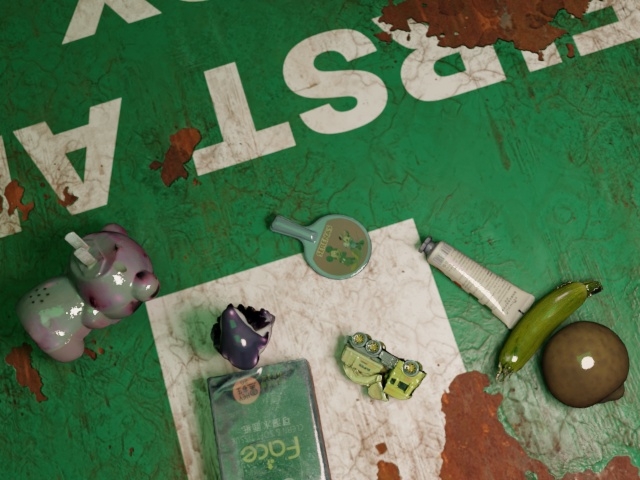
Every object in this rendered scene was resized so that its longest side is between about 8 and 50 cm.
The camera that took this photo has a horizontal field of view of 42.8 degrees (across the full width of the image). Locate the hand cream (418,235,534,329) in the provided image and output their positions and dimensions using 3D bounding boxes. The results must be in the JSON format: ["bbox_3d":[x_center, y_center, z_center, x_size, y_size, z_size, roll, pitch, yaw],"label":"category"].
[{"bbox_3d":[0.343,0.085,1.832,0.276,0.059,0.095,36,80,8],"label":"hand cream"}]

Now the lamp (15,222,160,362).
[{"bbox_3d":[-0.526,0.096,1.809,0.301,0.247,0.247,-36,50,-5],"label":"lamp"}]

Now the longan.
[{"bbox_3d":[0.561,0.268,1.713,0.204,0.159,0.185,38,92,-17],"label":"longan"}]

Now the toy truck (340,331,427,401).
[{"bbox_3d":[0.126,0.283,1.781,0.191,0.085,0.116,28,89,15],"label":"toy truck"}]

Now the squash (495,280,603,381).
[{"bbox_3d":[0.480,0.184,1.780,0.318,0.071,0.080,-42,67,-9],"label":"squash"}]

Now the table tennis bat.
[{"bbox_3d":[0.000,0.000,1.894,0.244,0.040,0.152,21,79,6],"label":"table tennis bat"}]

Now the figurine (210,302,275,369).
[{"bbox_3d":[-0.170,0.209,1.759,0.146,0.222,0.145,-1,81,5],"label":"figurine"}]

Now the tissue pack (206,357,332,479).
[{"bbox_3d":[-0.106,0.428,1.753,0.228,0.103,0.315,-13,74,3],"label":"tissue pack"}]
